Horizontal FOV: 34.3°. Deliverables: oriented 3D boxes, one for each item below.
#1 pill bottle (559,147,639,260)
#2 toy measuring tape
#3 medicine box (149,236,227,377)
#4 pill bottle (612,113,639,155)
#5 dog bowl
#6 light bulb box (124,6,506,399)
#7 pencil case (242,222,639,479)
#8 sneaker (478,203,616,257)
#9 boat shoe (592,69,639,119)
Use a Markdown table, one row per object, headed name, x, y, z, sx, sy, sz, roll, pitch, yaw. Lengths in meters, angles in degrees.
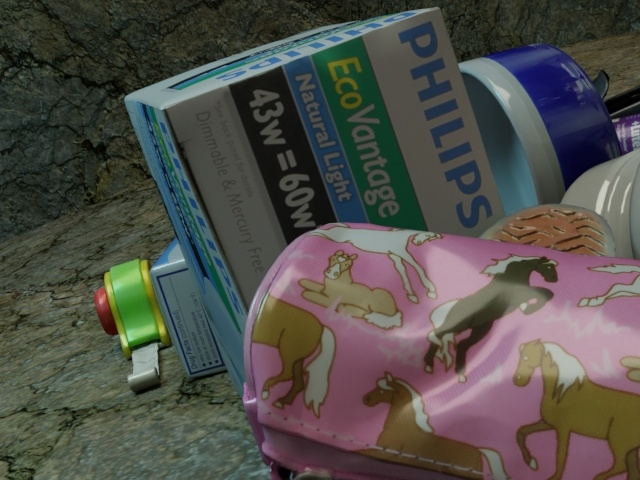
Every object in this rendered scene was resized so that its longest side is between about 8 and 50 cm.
| name | x | y | z | sx | sy | sz | roll | pitch | yaw |
| --- | --- | --- | --- | --- | --- | --- | --- | --- | --- |
| pill bottle | 0.364 | -0.015 | 0.718 | 0.224 | 0.224 | 0.392 | -27 | 3 | -34 |
| toy measuring tape | -0.247 | 0.097 | 1.385 | 0.121 | 0.121 | 0.330 | -19 | 14 | -4 |
| medicine box | -0.035 | 0.028 | 1.314 | 0.289 | 0.149 | 0.263 | -15 | 14 | 8 |
| pill bottle | 0.458 | -0.121 | 1.364 | 0.193 | 0.108 | 0.108 | -12 | 15 | 25 |
| dog bowl | 0.231 | -0.085 | 1.175 | 0.104 | 0.265 | 0.265 | -18 | 13 | -12 |
| light bulb box | 0.000 | 0.000 | 0.936 | 0.225 | 0.358 | 0.361 | -22 | 13 | -10 |
| pencil case | 0.157 | 0.090 | 0.509 | 0.386 | 0.167 | 0.160 | 8 | -10 | 20 |
| sneaker | 0.133 | 0.102 | 0.709 | 0.108 | 0.121 | 0.302 | 10 | 46 | 21 |
| boat shoe | 0.406 | -0.169 | 1.529 | 0.500 | 0.156 | 0.187 | -14 | 16 | 18 |
